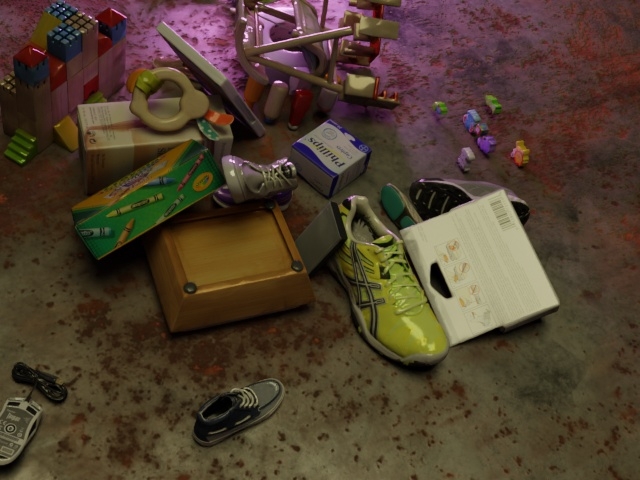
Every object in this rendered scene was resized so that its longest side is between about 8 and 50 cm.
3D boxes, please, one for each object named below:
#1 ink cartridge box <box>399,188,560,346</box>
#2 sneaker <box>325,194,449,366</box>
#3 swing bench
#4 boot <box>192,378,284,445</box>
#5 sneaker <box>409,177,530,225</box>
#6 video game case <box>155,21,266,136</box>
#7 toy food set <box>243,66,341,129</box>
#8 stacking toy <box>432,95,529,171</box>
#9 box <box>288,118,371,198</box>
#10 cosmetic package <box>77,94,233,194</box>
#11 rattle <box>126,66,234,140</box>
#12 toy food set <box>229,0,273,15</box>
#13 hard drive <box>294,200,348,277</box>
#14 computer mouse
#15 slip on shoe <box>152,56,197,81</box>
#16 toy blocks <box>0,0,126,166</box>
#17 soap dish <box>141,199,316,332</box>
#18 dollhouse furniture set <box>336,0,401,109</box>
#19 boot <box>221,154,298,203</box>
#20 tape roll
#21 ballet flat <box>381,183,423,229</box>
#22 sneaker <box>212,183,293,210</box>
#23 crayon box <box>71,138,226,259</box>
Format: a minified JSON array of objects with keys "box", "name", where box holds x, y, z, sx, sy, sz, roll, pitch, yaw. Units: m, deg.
[{"box":[0.323,0.061,1.859,0.239,0.060,0.275,-22,70,1],"name":"ink cartridge box"},{"box":[0.120,0.078,1.768,0.145,0.147,0.385,-22,62,-30],"name":"sneaker"},{"box":[-0.074,-0.474,2.031,0.254,0.165,0.253,3,43,-8],"name":"swing bench"},{"box":[-0.135,0.286,1.581,0.190,0.086,0.069,-31,65,-31],"name":"boot"},{"box":[0.318,-0.087,1.984,0.271,0.100,0.108,10,31,-16],"name":"sneaker"},{"box":[-0.229,-0.339,1.940,0.204,0.285,0.025,42,87,19],"name":"video game case"},{"box":[-0.058,-0.323,2.084,0.232,0.104,0.111,-6,47,-33],"name":"toy food set"},{"box":[0.378,-0.257,2.160,0.167,0.052,0.221,-7,53,-21],"name":"stacking toy"},{"box":[0.020,-0.181,1.994,0.126,0.072,0.137,39,54,17],"name":"box"},{"box":[-0.343,-0.198,1.869,0.296,0.153,0.129,-9,57,-18],"name":"cosmetic package"},{"box":[-0.287,-0.271,1.824,0.199,0.143,0.130,12,82,-23],"name":"rattle"},{"box":[-0.178,-0.647,2.321,0.132,0.038,0.192,6,50,-20],"name":"toy food set"},{"box":[0.000,0.000,1.809,0.022,0.135,0.094,11,47,-34],"name":"hard drive"},{"box":[-0.506,0.297,1.514,0.106,0.042,0.193,23,45,-2],"name":"computer mouse"},{"box":[-0.323,-0.406,2.105,0.135,0.041,0.051,19,51,1],"name":"slip on shoe"},{"box":[-0.531,-0.369,1.885,0.191,0.261,0.381,31,52,11],"name":"toy blocks"},{"box":[-0.176,0.040,1.744,0.291,0.118,0.229,-11,56,-20],"name":"soap dish"},{"box":[0.126,-0.448,2.134,0.135,0.262,0.259,7,85,-11],"name":"dollhouse furniture set"},{"box":[-0.109,-0.128,1.734,0.123,0.258,0.095,-16,92,4],"name":"boot"},{"box":[-0.074,-0.467,2.194,0.219,0.072,0.219,6,52,-8],"name":"tape roll"},{"box":[0.187,-0.051,1.956,0.052,0.057,0.168,2,50,-48],"name":"ballet flat"},{"box":[-0.141,-0.107,1.897,0.170,0.071,0.068,-1,53,-14],"name":"sneaker"},{"box":[-0.329,-0.083,1.717,0.278,0.081,0.165,-32,20,-9],"name":"crayon box"}]
